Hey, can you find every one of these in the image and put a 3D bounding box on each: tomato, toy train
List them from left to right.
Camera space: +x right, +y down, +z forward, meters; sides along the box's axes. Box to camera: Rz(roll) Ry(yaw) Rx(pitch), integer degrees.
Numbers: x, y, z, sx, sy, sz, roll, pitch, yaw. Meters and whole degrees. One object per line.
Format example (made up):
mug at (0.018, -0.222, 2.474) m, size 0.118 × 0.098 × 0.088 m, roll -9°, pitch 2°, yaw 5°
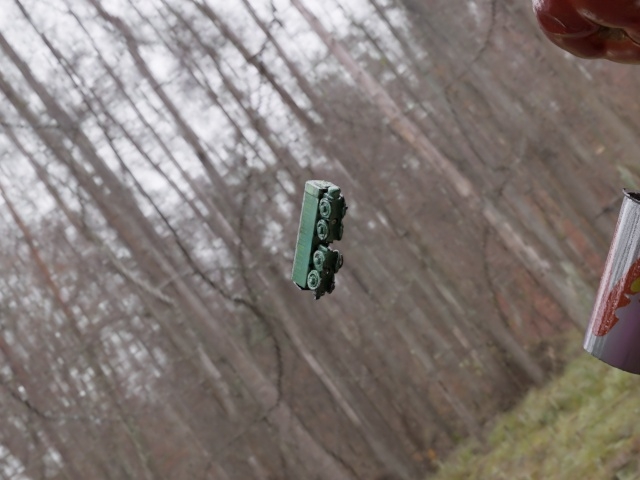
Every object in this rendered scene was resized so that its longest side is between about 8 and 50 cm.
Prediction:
toy train at (0.000, 0.000, 1.211) m, size 0.038 × 0.071 × 0.148 m, roll -1°, pitch -71°, yaw -31°
tomato at (0.479, -0.399, 1.491) m, size 0.298 × 0.298 × 0.226 m, roll 95°, pitch -166°, yaw -77°

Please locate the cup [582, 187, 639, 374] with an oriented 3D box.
cup at (0.568, 0.075, 1.687) m, size 0.203 × 0.203 × 0.288 m, roll -17°, pitch -52°, yaw -63°
